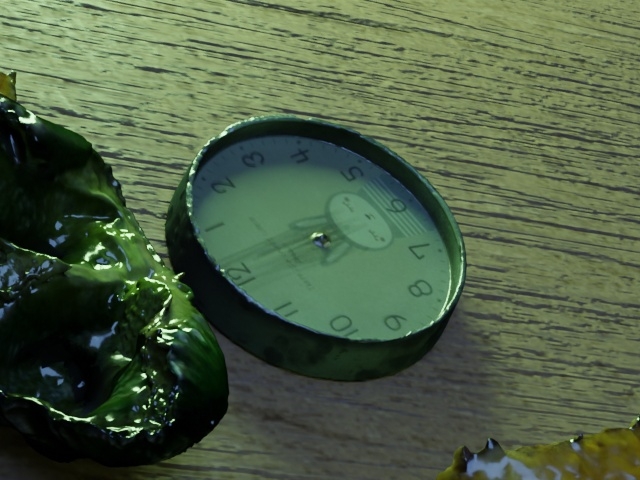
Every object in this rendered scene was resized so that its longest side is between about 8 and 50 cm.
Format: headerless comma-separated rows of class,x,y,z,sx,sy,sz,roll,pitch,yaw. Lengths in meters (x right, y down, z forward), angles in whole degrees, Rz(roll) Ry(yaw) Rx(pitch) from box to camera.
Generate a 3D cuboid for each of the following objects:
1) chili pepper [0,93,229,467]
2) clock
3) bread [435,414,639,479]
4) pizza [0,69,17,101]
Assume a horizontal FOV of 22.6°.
chili pepper,-0.150,0.042,0.965,0.148,0.116,0.264,23,28,-52
clock,0.000,0.000,1.119,0.215,0.042,0.215,14,45,-15
bread,0.201,0.212,0.907,0.340,0.194,0.179,-6,52,-26
pizza,-0.273,-0.076,1.049,0.131,0.041,0.178,31,45,-12
